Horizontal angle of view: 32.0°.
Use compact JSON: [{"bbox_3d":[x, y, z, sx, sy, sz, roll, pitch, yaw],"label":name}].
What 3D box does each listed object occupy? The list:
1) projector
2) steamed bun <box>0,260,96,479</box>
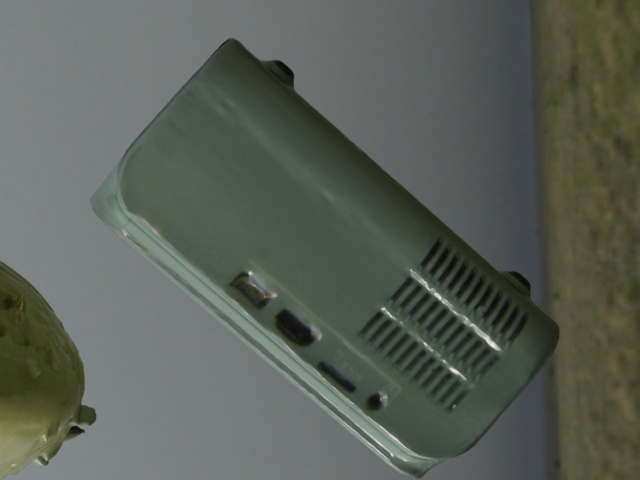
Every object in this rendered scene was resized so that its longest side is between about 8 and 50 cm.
[{"bbox_3d":[0.000,0.000,0.584,0.108,0.198,0.250,-49,6,1],"label":"projector"},{"bbox_3d":[-0.265,0.067,0.586,0.273,0.232,0.166,15,-132,-64],"label":"steamed bun"}]
